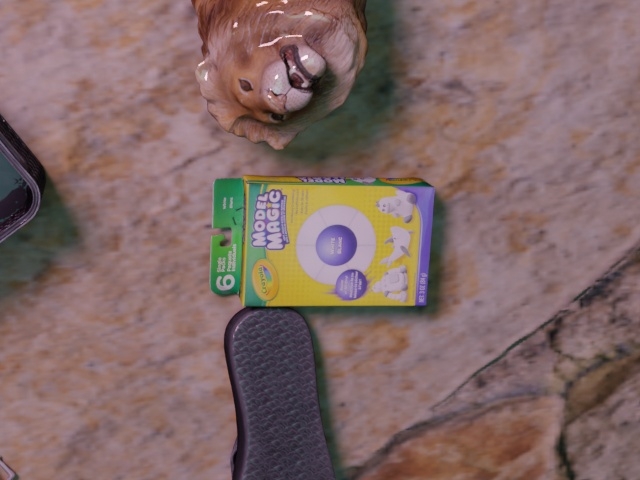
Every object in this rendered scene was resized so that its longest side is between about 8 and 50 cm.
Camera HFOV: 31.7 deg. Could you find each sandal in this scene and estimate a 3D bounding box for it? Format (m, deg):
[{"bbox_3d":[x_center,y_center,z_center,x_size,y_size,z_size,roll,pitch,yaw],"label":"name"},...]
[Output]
[{"bbox_3d":[-0.037,0.178,0.958,0.097,0.054,0.254,-1,94,-18],"label":"sandal"}]

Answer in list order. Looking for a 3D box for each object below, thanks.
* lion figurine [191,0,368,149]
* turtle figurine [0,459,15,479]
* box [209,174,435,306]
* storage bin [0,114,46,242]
[{"bbox_3d":[-0.085,-0.271,0.803,0.240,0.142,0.392,-40,93,24],"label":"lion figurine"},{"bbox_3d":[-0.305,0.242,0.874,0.234,0.175,0.118,49,114,20],"label":"turtle figurine"},{"bbox_3d":[0.000,0.000,0.922,0.179,0.043,0.105,0,103,-10],"label":"box"},{"bbox_3d":[-0.306,-0.029,0.833,0.180,0.084,0.122,-37,107,-1],"label":"storage bin"}]
